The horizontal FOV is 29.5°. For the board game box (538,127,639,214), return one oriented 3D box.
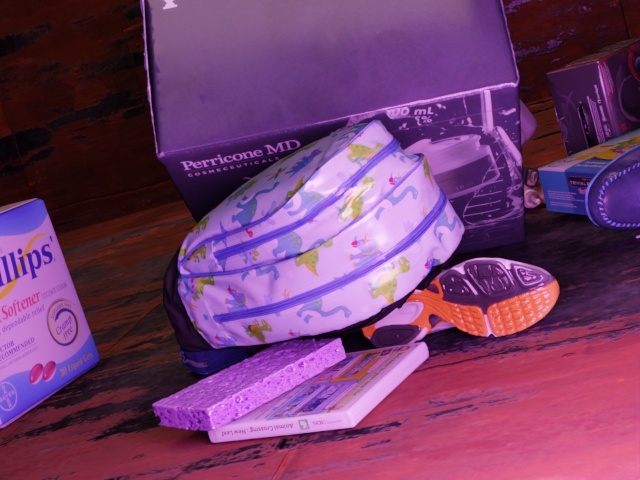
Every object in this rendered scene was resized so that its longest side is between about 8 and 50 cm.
[{"bbox_3d":[0.560,-0.129,1.940,0.336,0.079,0.254,-22,14,-23],"label":"board game box"}]

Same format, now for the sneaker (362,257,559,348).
[{"bbox_3d":[0.182,0.066,1.524,0.262,0.099,0.121,-10,8,32],"label":"sneaker"}]

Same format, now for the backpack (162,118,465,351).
[{"bbox_3d":[0.000,0.000,1.461,0.290,0.273,0.355,-35,27,-34],"label":"backpack"}]

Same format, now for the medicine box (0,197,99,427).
[{"bbox_3d":[-0.511,0.114,1.866,0.149,0.289,0.263,-12,11,28],"label":"medicine box"}]

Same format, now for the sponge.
[{"bbox_3d":[-0.083,0.168,1.444,0.210,0.031,0.117,-24,11,-37],"label":"sponge"}]

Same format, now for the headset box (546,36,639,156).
[{"bbox_3d":[0.535,-0.237,2.219,0.110,0.218,0.293,-9,12,40],"label":"headset box"}]

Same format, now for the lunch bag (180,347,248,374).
[{"bbox_3d":[-0.154,0.150,1.720,0.098,0.065,0.067,-22,26,-29],"label":"lunch bag"}]

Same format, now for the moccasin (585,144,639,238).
[{"bbox_3d":[0.538,-0.097,1.687,0.342,0.137,0.117,-20,14,-8],"label":"moccasin"}]

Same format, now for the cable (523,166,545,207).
[{"bbox_3d":[0.346,-0.098,2.208,0.139,0.072,0.287,8,2,-2],"label":"cable"}]

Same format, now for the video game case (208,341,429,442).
[{"bbox_3d":[0.001,0.177,1.421,0.193,0.023,0.212,-12,10,31],"label":"video game case"}]

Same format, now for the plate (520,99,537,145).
[{"bbox_3d":[0.261,-0.170,2.214,0.277,0.045,0.278,-40,-34,7],"label":"plate"}]

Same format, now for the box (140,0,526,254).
[{"bbox_3d":[0.039,-0.173,1.785,0.480,0.297,0.472,-12,-28,6],"label":"box"}]
